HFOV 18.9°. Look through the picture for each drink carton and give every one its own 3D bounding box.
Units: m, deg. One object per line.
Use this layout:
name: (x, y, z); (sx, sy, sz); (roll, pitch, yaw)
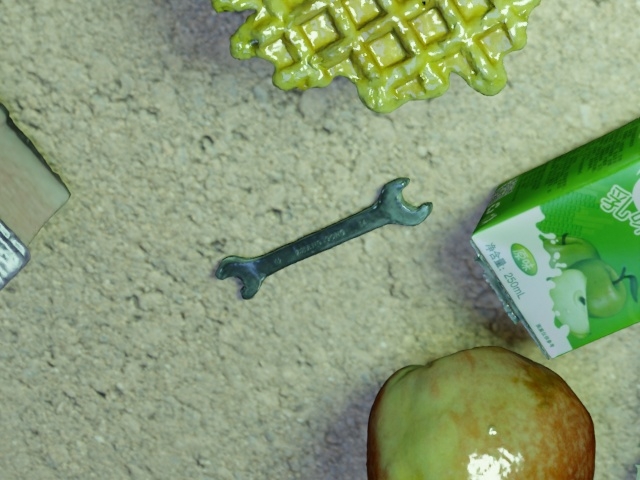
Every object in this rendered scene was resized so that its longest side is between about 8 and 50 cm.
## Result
drink carton: (0.287, -0.019, 1.789); (0.271, 0.108, 0.161); (-25, 109, 27)

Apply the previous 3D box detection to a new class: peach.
peach: (0.155, 0.235, 1.880); (0.232, 0.232, 0.257); (-23, 66, 28)

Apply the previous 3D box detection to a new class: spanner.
spanner: (0.000, 0.000, 1.951); (0.254, 0.015, 0.054); (-24, 110, 28)

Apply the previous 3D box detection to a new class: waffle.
waffle: (0.055, -0.266, 1.695); (0.312, 0.060, 0.307); (4, 98, -1)

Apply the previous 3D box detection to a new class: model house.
model house: (-0.422, -0.031, 1.942); (0.202, 0.237, 0.237); (-28, 109, 30)

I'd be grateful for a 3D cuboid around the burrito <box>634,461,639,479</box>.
burrito: (0.399, 0.210, 1.902); (0.087, 0.060, 0.226); (43, 123, -12)
